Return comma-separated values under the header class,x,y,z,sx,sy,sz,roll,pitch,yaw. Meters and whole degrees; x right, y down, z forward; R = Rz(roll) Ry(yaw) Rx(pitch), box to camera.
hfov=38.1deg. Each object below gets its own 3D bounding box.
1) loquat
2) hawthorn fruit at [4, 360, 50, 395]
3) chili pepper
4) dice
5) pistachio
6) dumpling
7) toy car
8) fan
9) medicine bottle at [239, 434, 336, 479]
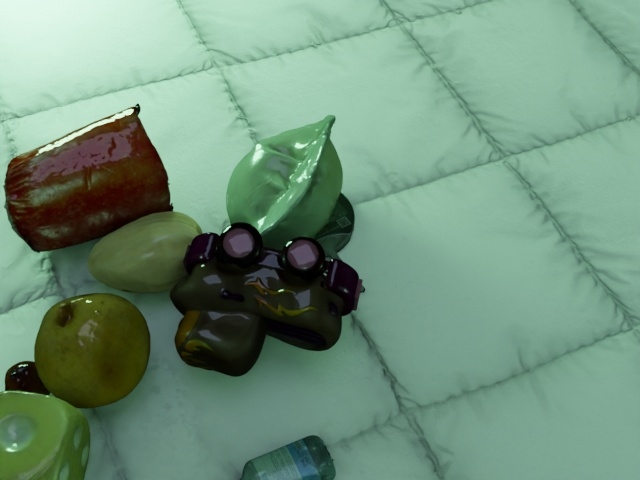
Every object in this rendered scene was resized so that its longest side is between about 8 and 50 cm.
class,x,y,z,sx,sy,sz,roll,pitch,yaw
loquat,-0.400,0.191,1.642,0.208,0.208,0.208,2,51,-2
hawthorn fruit,-0.522,0.251,1.644,0.081,0.093,0.081,2,53,-2
chili pepper,-0.466,-0.113,1.843,0.305,0.251,0.229,-18,75,-12
dice,-0.482,0.357,1.513,0.169,0.169,0.166,9,51,4
pistachio,-0.336,0.028,1.796,0.229,0.157,0.157,-15,53,-8
dumpling,-0.052,-0.111,1.894,0.270,0.212,0.321,-18,59,30
toy car,-0.106,0.129,1.684,0.340,0.271,0.240,10,69,4
fan,0.006,-0.025,1.952,0.294,0.012,0.223,23,53,15
medicine bottle,-0.081,0.404,1.572,0.208,0.054,0.090,-20,56,-16
